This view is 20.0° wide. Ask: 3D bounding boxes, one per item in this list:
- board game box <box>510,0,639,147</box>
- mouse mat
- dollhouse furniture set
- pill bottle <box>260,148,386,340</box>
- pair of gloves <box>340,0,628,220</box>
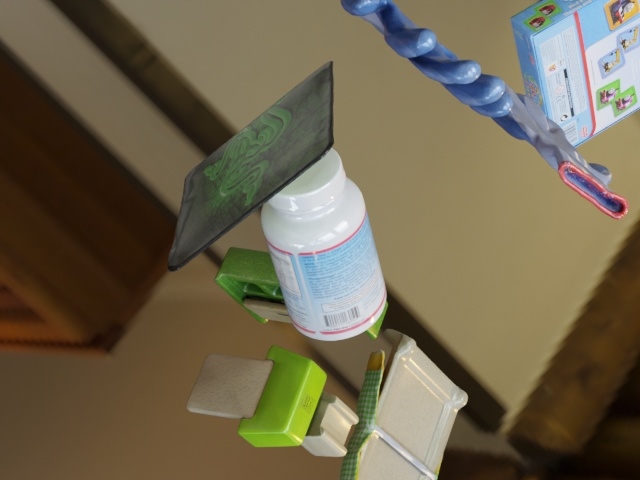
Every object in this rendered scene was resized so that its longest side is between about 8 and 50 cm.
[{"bbox_3d":[0.277,-0.185,1.621,0.211,0.160,0.039,-30,-131,-9],"label":"board game box"},{"bbox_3d":[-0.048,-0.057,1.326,0.152,0.007,0.189,-38,-162,16],"label":"mouse mat"},{"bbox_3d":[0.005,0.168,1.859,0.151,0.301,0.197,6,-116,35],"label":"dollhouse furniture set"},{"bbox_3d":[0.000,0.000,1.496,0.087,0.160,0.087,-8,-138,7],"label":"pill bottle"},{"bbox_3d":[0.083,-0.077,0.923,0.023,0.198,0.159,-52,-156,9],"label":"pair of gloves"}]
